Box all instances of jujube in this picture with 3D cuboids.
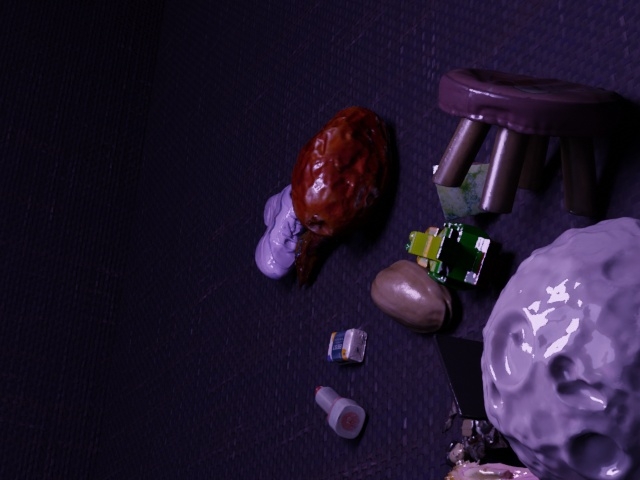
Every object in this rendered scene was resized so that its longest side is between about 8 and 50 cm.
[{"bbox_3d":[0.044,-0.135,2.106,0.197,0.197,0.290,-36,28,51],"label":"jujube"}]

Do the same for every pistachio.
[{"bbox_3d":[0.160,0.098,1.819,0.185,0.108,0.126,16,111,57],"label":"pistachio"}]

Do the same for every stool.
[{"bbox_3d":[0.299,-0.148,1.555,0.272,0.272,0.178,-140,55,-63],"label":"stool"}]

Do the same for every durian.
[{"bbox_3d":[0.252,0.359,1.458,0.224,0.078,0.140,-26,68,43],"label":"durian"}]

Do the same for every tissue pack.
[{"bbox_3d":[0.051,0.204,2.032,0.083,0.042,0.062,-17,56,59],"label":"tissue pack"}]

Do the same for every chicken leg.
[{"bbox_3d":[0.000,0.000,2.246,0.234,0.063,0.105,-52,27,39],"label":"chicken leg"}]

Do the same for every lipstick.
[{"bbox_3d":[0.028,0.312,2.001,0.063,0.057,0.186,-70,20,4],"label":"lipstick"}]

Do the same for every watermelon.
[{"bbox_3d":[0.236,-0.089,1.789,0.158,0.121,0.097,-153,60,-68],"label":"watermelon"}]

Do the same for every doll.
[{"bbox_3d":[0.212,0.022,1.725,0.186,0.134,0.106,-162,89,-70],"label":"doll"}]

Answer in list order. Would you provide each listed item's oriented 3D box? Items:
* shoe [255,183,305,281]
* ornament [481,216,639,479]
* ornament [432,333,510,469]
[{"bbox_3d":[-0.072,-0.027,2.369,0.137,0.095,0.245,-46,29,47],"label":"shoe"},{"bbox_3d":[0.340,0.138,1.197,0.337,0.337,0.337,-42,38,46],"label":"ornament"},{"bbox_3d":[0.217,0.273,1.567,0.166,0.153,0.196,-103,30,-48],"label":"ornament"}]
